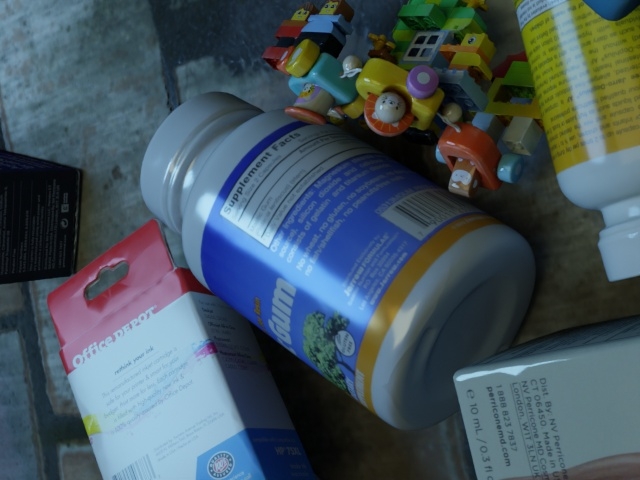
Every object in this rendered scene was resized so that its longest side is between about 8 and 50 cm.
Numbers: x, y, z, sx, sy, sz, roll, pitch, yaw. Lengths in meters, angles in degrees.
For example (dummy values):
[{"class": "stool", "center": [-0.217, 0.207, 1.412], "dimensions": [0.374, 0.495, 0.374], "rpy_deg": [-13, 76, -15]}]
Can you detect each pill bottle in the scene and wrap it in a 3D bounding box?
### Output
[{"class": "pill bottle", "center": [0.186, -0.087, 0.654], "dimensions": [0.118, 0.118, 0.208], "rpy_deg": [-17, 84, 39]}, {"class": "pill bottle", "center": [0.000, 0.000, 0.791], "dimensions": [0.272, 0.152, 0.152], "rpy_deg": [33, 114, 32]}]

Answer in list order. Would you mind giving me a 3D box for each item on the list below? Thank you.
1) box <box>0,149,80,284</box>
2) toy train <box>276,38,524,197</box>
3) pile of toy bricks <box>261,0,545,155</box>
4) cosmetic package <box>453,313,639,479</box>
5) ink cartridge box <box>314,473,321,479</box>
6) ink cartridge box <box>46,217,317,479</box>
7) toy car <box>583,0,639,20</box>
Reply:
[{"class": "box", "center": [-0.352, -0.023, 1.039], "dimensions": [0.153, 0.207, 0.108], "rpy_deg": [14, 103, 37]}, {"class": "toy train", "center": [0.042, -0.072, 0.727], "dimensions": [0.166, 0.125, 0.046], "rpy_deg": [21, 74, 29]}, {"class": "pile of toy bricks", "center": [0.067, -0.136, 0.769], "dimensions": [0.212, 0.118, 0.105], "rpy_deg": [14, 70, 47]}, {"class": "cosmetic package", "center": [0.242, 0.095, 0.606], "dimensions": [0.296, 0.153, 0.129], "rpy_deg": [-17, 85, 40]}, {"class": "ink cartridge box", "center": [-0.052, 0.349, 0.918], "dimensions": [0.330, 0.071, 0.324], "rpy_deg": [39, 114, 29]}, {"class": "ink cartridge box", "center": [-0.113, 0.115, 0.873], "dimensions": [0.134, 0.078, 0.231], "rpy_deg": [-33, 66, 21]}, {"class": "toy car", "center": [0.276, -0.157, 0.509], "dimensions": [0.219, 0.210, 0.238], "rpy_deg": [44, 78, 11]}]
